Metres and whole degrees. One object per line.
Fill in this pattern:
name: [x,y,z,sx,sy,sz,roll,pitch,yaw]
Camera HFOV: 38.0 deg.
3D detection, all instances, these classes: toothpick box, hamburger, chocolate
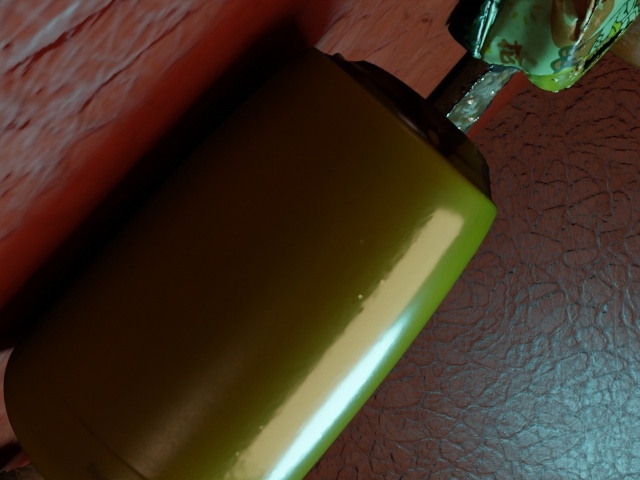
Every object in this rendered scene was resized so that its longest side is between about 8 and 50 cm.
toothpick box: [-0.031,0.027,0.524,0.271,0.175,0.175,-49,175,8]
hamburger: [0.231,-0.222,0.853,0.214,0.125,0.235,-30,154,-31]
chocolate: [0.138,-0.135,1.225,0.102,0.065,0.329,-15,151,-52]

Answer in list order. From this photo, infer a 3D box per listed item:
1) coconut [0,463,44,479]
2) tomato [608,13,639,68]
coconut: [-0.264,0.354,0.717,0.309,0.297,0.297,-47,175,-6]
tomato: [0.429,-0.303,1.029,0.265,0.265,0.265,-45,175,-5]
